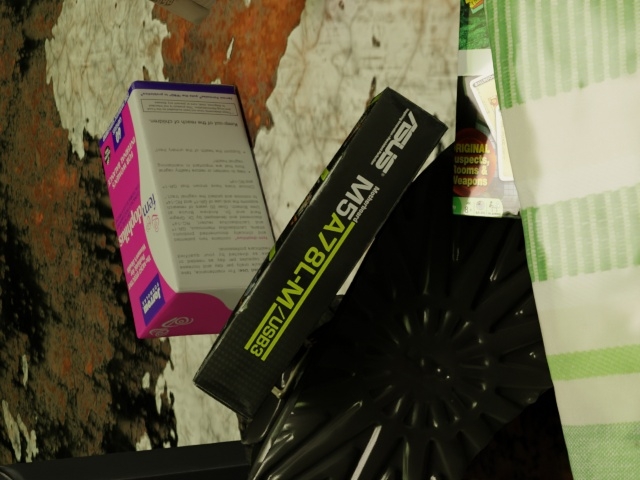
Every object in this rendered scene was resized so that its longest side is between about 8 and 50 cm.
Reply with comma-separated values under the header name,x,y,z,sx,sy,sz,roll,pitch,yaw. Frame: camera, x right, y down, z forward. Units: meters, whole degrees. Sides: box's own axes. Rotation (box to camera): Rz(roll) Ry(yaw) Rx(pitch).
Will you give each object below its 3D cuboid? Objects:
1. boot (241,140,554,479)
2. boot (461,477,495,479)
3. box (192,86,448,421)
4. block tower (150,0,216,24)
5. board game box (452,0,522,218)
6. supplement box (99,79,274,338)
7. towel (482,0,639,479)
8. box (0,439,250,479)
name,x,y,z,sx,sy,sz,roll,pitch,yaw
boot,0.057,0.063,0.737,0.348,0.131,0.260,-52,1,3
boot,0.133,0.300,0.633,0.295,0.104,0.211,47,130,44
box,0.000,0.000,0.658,0.184,0.045,0.191,-54,2,4
block tower,-0.035,-0.320,0.813,0.335,0.097,0.091,-45,50,22
board game box,0.180,-0.072,0.517,0.259,0.030,0.136,4,93,36
supplement box,-0.126,-0.029,1.073,0.111,0.114,0.220,-47,53,49
towel,0.193,-0.047,0.471,0.247,0.038,0.325,-13,86,36
box,-0.130,0.270,0.934,0.103,0.261,0.184,6,95,60
